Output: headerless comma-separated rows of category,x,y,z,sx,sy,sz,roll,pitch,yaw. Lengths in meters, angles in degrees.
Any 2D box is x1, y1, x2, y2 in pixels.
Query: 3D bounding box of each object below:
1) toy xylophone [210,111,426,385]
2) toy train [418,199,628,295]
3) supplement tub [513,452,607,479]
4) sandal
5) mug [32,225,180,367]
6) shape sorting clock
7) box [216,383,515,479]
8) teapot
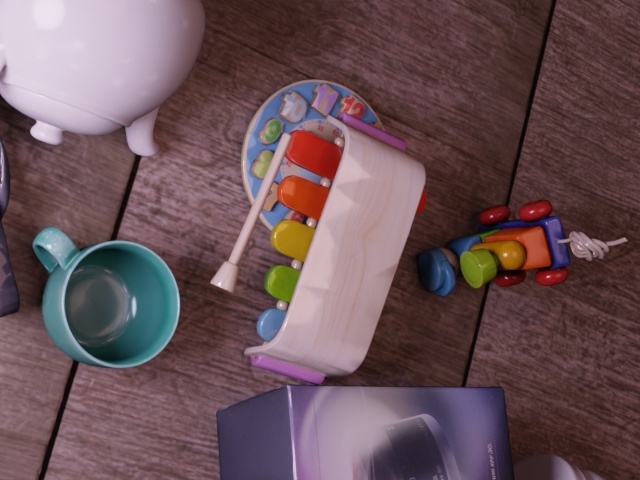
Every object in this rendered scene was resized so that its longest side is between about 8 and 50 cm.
toy xylophone,0.000,0.000,1.329,0.236,0.081,0.323,31,81,-28
toy train,0.235,0.017,1.408,0.143,0.248,0.105,-18,96,-26
supplement tub,0.347,0.410,1.474,0.272,0.191,0.191,37,69,-23
sandal,-0.339,-0.050,1.158,0.054,0.097,0.254,-19,106,-29
mug,-0.227,0.054,1.209,0.129,0.097,0.158,-14,93,-31
shape sorting clock,0.000,-0.091,1.391,0.206,0.040,0.206,3,84,-31
box,0.058,0.319,1.283,0.294,0.183,0.296,4,71,-30
teapot,-0.248,-0.187,1.144,0.256,0.252,0.187,20,90,-15
